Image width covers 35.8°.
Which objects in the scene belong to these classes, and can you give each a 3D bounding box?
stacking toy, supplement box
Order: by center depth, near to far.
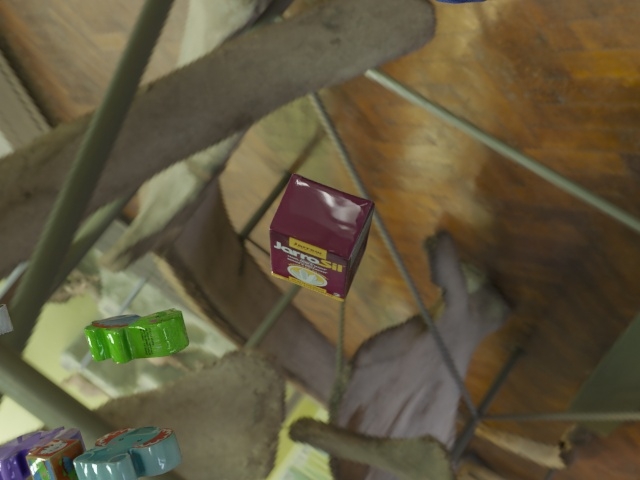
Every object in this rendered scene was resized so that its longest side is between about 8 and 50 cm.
[{"bbox_3d":[-0.127,0.117,0.539,0.221,0.052,0.167,-6,104,39],"label":"stacking toy"},{"bbox_3d":[0.000,0.000,0.630,0.055,0.043,0.083,21,159,8],"label":"supplement box"}]

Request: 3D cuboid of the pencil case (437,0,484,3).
[{"bbox_3d":[0.086,-0.287,0.527,0.119,0.306,0.133,-1,170,-3],"label":"pencil case"}]
